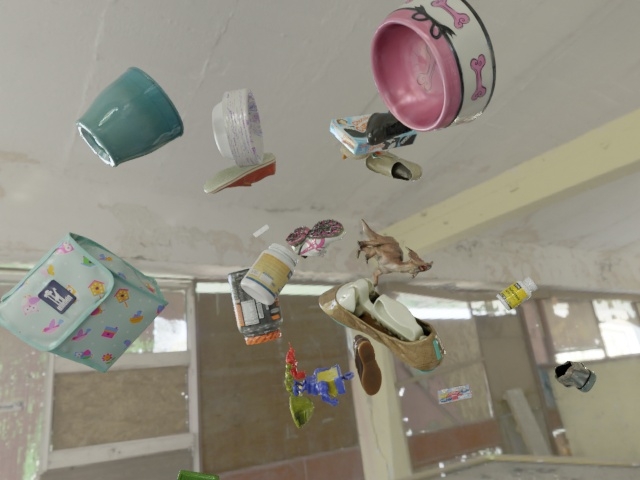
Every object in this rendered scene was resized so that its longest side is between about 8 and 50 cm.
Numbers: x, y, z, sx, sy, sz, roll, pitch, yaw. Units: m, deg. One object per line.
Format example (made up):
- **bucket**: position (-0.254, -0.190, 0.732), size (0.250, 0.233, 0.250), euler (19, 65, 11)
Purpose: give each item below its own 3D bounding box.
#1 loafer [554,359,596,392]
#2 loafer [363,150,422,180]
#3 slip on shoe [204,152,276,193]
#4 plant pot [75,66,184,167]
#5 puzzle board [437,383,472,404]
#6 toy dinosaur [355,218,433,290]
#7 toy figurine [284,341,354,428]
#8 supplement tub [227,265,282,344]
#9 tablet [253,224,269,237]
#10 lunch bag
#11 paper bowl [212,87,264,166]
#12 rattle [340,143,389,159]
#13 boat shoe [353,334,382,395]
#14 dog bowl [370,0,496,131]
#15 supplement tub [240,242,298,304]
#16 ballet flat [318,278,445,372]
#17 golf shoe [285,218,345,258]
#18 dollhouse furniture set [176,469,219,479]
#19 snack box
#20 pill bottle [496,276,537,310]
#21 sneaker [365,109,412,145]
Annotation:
- **loafer**: position (0.820, 0.432, 1.593), size (0.084, 0.096, 0.267), euler (30, -3, 13)
- **loafer**: position (0.313, -0.327, 2.122), size (0.269, 0.101, 0.092), euler (17, 23, 18)
- **slip on shoe**: position (-0.328, -0.263, 2.023), size (0.331, 0.123, 0.101), euler (-28, -54, -21)
- **plant pot**: position (-0.641, -0.386, 1.593), size (0.255, 0.272, 0.271), euler (-46, -3, -24)
- **puzzle board**: position (0.523, 0.599, 1.888), size (0.128, 0.011, 0.096), euler (-16, 11, 13)
- **toy dinosaur**: position (0.234, 0.043, 1.602), size (0.200, 0.295, 0.127), euler (-18, -42, -7)
- **toy figurine**: position (0.006, 0.460, 1.615), size (0.217, 0.191, 0.362), euler (-10, 5, -1)
- **supplement tub**: position (-0.291, 0.289, 2.197), size (0.207, 0.337, 0.207), euler (-12, -3, -1)
- **tablet**: position (-0.295, -0.048, 2.402), size (0.083, 0.054, 0.006), euler (-36, -60, -7)
- **lunch bag**: position (-0.500, 0.129, 1.023), size (0.223, 0.160, 0.262), euler (-47, -44, -3)
- **paper bowl**: position (-0.311, -0.416, 1.809), size (0.148, 0.284, 0.284), euler (-8, -18, 3)
- **rattle**: position (0.188, -0.362, 2.073), size (0.200, 0.130, 0.142), euler (16, -45, 8)
- **boat shoe**: position (0.152, 0.407, 1.588), size (0.073, 0.206, 0.073), euler (-14, 17, -17)
- **dog bowl**: position (0.304, -0.502, 1.411), size (0.150, 0.408, 0.408), euler (-32, -11, -17)
- **supplement tub**: position (-0.188, 0.124, 1.809), size (0.144, 0.199, 0.144), euler (29, -23, 13)
- **ballet flat**: position (0.123, 0.157, 1.058), size (0.116, 0.342, 0.124), euler (-34, -46, -26)
- **golf shoe**: position (0.000, 0.000, 1.200), size (0.186, 0.067, 0.086), euler (-12, -57, 47)
- **dollhouse furniture set**: position (-0.202, 0.684, 1.131), size (0.302, 0.151, 0.197), euler (8, -57, 3)
- **snack box**: position (0.219, -0.446, 1.986), size (0.322, 0.187, 0.060), euler (-17, -40, -32)
- **pill bottle**: position (0.635, 0.170, 1.555), size (0.116, 0.065, 0.065), euler (-37, -25, 8)
- **sneaker**: position (0.276, -0.434, 1.797), size (0.130, 0.286, 0.109), euler (20, -43, 38)
